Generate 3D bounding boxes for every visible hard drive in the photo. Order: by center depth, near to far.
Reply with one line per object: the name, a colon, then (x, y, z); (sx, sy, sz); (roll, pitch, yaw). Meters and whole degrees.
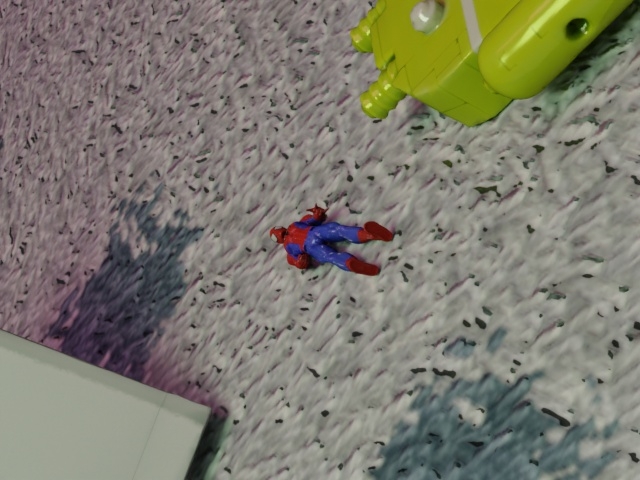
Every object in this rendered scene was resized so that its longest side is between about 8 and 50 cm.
hard drive: (-0.245, 0.142, 1.141); (0.040, 0.307, 0.203); (106, -176, -80)

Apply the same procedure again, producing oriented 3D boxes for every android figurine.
android figurine: (0.111, -0.175, 1.048); (0.273, 0.056, 0.248); (-43, 34, 32)

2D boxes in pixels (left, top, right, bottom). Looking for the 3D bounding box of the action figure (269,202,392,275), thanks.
action figure: (0.000, 0.000, 1.120); (0.115, 0.030, 0.038); (6, 77, 63)
